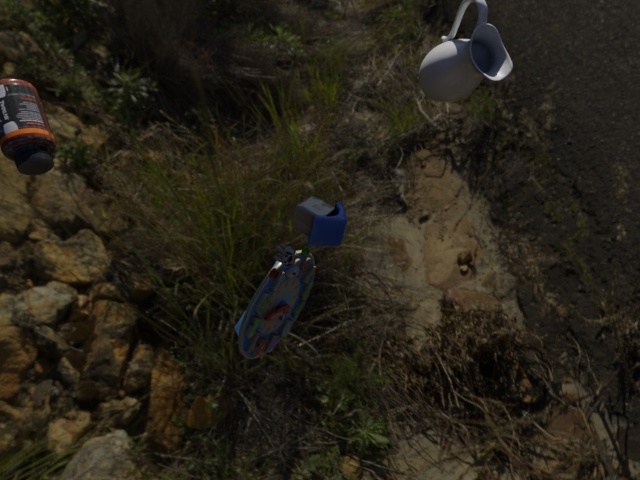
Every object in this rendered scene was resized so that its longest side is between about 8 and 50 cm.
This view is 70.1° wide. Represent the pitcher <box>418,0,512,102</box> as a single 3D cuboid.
[{"bbox_3d":[0.294,-0.396,0.972,0.126,0.177,0.207,-13,6,-17],"label":"pitcher"}]

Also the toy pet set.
[{"bbox_3d":[0.000,0.000,0.610,0.065,0.114,0.122,30,38,19],"label":"toy pet set"}]

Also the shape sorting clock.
[{"bbox_3d":[-0.068,0.112,0.781,0.040,0.206,0.206,31,73,21],"label":"shape sorting clock"}]

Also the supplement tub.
[{"bbox_3d":[-0.651,-0.244,0.998,0.106,0.106,0.197,-27,79,10],"label":"supplement tub"}]
